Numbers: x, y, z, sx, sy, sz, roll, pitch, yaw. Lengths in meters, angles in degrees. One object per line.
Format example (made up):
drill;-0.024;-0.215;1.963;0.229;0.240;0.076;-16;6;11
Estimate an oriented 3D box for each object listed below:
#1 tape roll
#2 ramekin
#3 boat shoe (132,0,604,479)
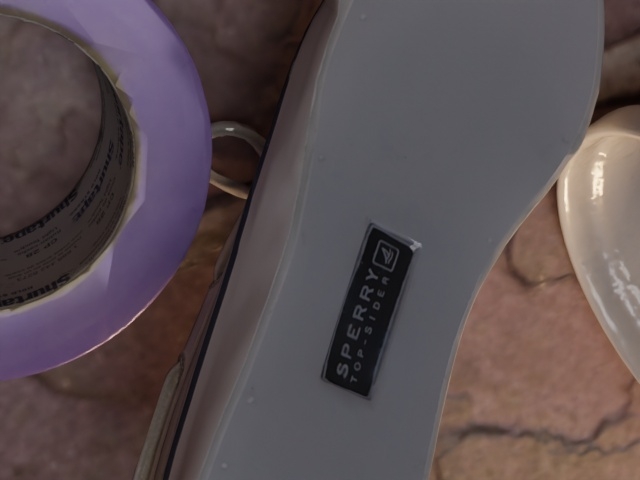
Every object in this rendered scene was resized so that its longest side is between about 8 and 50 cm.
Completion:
tape roll;-0.145;-0.042;0.635;0.189;0.080;0.189;-6;112;-16
ramekin;0.216;0.011;0.714;0.109;0.207;0.207;-31;118;-15
boat shoe;0.007;0.005;0.679;0.135;0.156;0.367;27;71;-23
